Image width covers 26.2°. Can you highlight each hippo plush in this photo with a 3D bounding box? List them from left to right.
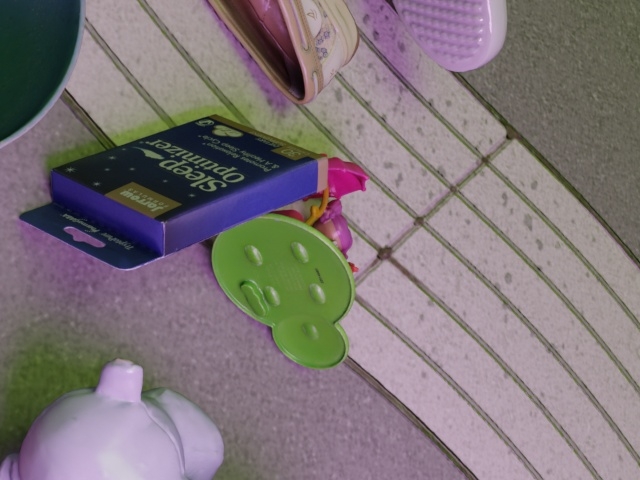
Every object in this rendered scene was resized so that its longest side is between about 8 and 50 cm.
[{"bbox_3d":[-0.133,0.230,0.982,0.236,0.234,0.294,45,14,17],"label":"hippo plush"}]

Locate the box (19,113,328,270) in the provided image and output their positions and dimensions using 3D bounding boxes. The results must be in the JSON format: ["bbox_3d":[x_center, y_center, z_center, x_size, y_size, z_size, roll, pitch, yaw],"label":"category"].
[{"bbox_3d":[-0.118,-0.044,1.120,0.225,0.136,0.036,-26,129,-42],"label":"box"}]

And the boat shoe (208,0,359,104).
[{"bbox_3d":[-0.072,-0.255,1.250,0.285,0.105,0.089,49,47,-17],"label":"boat shoe"}]

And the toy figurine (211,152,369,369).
[{"bbox_3d":[0.000,0.000,1.230,0.173,0.130,0.159,66,33,-31],"label":"toy figurine"}]

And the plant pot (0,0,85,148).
[{"bbox_3d":[-0.335,-0.159,0.929,0.290,0.195,0.290,15,66,-37],"label":"plant pot"}]

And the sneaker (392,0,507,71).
[{"bbox_3d":[0.137,-0.349,1.380,0.150,0.135,0.365,-11,83,-39],"label":"sneaker"}]
